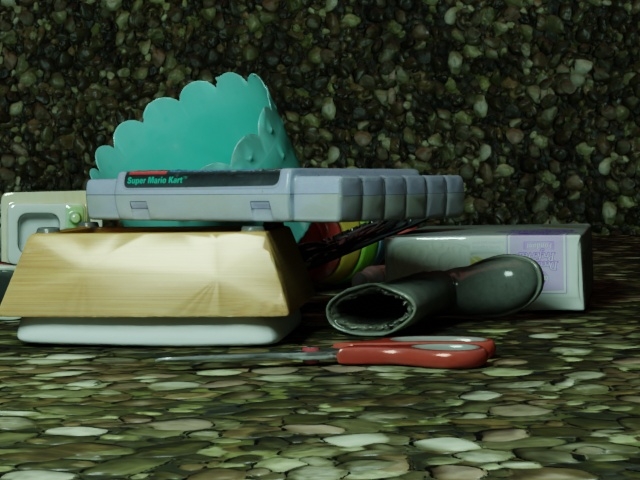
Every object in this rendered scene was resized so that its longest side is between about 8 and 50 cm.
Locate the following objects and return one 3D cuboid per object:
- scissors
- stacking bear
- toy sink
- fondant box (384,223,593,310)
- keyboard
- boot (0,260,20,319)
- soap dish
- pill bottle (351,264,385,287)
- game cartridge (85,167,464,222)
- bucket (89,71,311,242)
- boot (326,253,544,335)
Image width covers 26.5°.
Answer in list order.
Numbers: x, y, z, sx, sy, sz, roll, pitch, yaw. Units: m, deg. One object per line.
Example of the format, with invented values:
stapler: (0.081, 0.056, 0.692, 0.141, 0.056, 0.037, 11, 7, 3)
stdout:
scissors: (0.009, 0.101, 1.203, 0.297, 0.021, 0.109, -2, 5, 2)
stacking bear: (0.000, 0.000, 1.972, 0.175, 0.164, 0.289, 1, 8, 34)
toy sink: (-0.375, 0.006, 1.880, 0.131, 0.153, 0.234, -2, 4, -14)
fondant box: (0.228, 0.031, 1.767, 0.238, 0.096, 0.330, -1, 4, 13)
keyboard: (0.022, 0.005, 1.679, 0.317, 0.033, 0.201, -23, -2, -23)
boot: (-0.469, 0.053, 1.660, 0.244, 0.088, 0.176, 7, 0, -15)
soap dish: (-0.161, 0.041, 1.424, 0.290, 0.118, 0.229, -1, 3, 7)
pill bottle: (0.082, 0.055, 1.838, 0.083, 0.043, 0.043, -3, 4, -42)
game cartridge: (-0.055, -0.049, 1.462, 0.355, 0.068, 0.230, 1, -1, 38)
bucket: (-0.147, -0.075, 1.806, 0.281, 0.183, 0.281, -20, 31, 13)
boot: (0.127, 0.057, 1.461, 0.189, 0.076, 0.208, -15, -10, 22)
